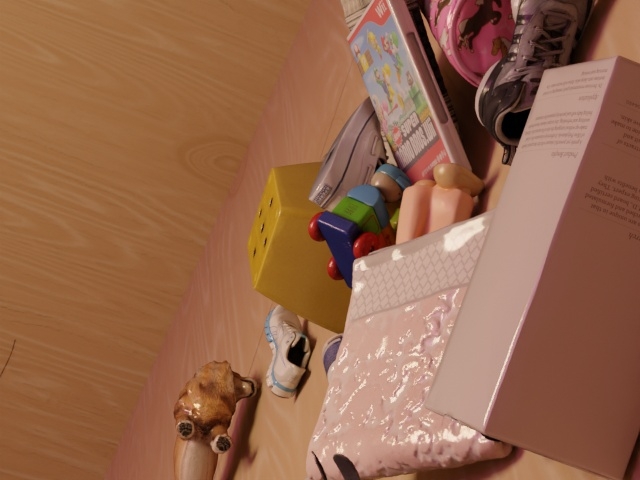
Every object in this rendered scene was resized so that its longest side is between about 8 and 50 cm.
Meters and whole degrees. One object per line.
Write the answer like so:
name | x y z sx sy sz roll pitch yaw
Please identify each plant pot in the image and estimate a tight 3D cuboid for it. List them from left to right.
plant pot | 0.000 0.000 2.314 0.212 0.187 0.212 -103 28 -60

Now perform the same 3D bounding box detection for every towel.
towel | 0.105 -0.259 2.278 0.324 0.056 0.312 -168 58 -78
towel | 0.121 0.127 1.824 0.332 0.053 0.317 -21 49 50

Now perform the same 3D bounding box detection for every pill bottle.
pill bottle | 0.040 0.186 2.218 0.120 0.067 0.067 -107 40 -69

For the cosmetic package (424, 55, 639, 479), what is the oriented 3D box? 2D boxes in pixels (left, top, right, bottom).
cosmetic package | 0.247 0.023 1.466 0.197 0.155 0.365 -165 94 -77

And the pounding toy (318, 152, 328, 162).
pounding toy | 0.025 -0.008 2.557 0.269 0.155 0.154 -58 -13 7

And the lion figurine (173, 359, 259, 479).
lion figurine | -0.222 0.413 2.773 0.240 0.142 0.392 -138 65 -83

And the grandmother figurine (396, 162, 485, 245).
grandmother figurine | 0.121 0.078 2.002 0.208 0.104 0.342 119 169 -66

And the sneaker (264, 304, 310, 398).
sneaker | -0.046 0.172 2.599 0.083 0.071 0.191 -51 30 36

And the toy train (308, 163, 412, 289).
toy train | 0.090 0.017 2.159 0.105 0.248 0.143 25 64 38

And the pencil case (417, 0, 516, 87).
pencil case | 0.216 -0.335 2.097 0.167 0.160 0.386 -37 20 9

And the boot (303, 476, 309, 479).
boot | 0.004 0.355 2.105 0.123 0.095 0.258 -65 21 -7

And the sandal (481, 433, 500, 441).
sandal | 0.214 0.108 1.653 0.054 0.097 0.254 72 -157 -49

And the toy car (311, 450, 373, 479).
toy car | 0.069 0.288 1.643 0.149 0.188 0.155 -47 9 -21

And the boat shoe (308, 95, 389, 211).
boat shoe | 0.055 -0.116 2.255 0.095 0.084 0.258 -52 9 42

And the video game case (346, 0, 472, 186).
video game case | 0.121 -0.195 2.159 0.204 0.025 0.285 133 117 -71

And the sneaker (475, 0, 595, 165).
sneaker | 0.270 -0.217 1.849 0.153 0.101 0.268 -92 20 -56
